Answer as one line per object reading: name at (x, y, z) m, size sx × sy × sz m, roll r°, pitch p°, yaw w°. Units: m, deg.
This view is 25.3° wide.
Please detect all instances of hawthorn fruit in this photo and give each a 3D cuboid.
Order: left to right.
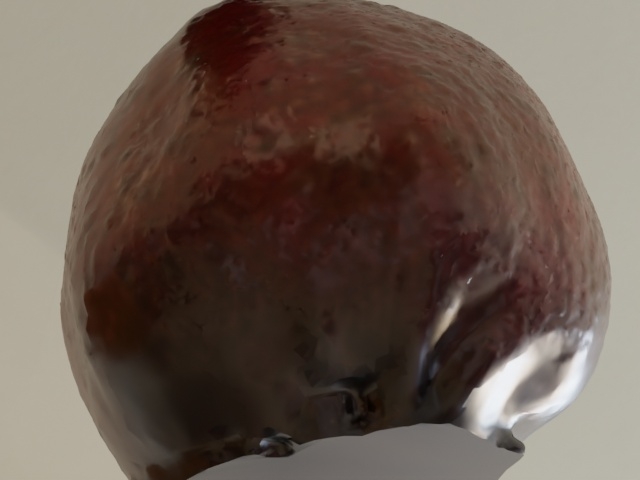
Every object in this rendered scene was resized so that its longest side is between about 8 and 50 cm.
hawthorn fruit at (0.000, 0.000, 0.575) m, size 0.215 × 0.249 × 0.215 m, roll -5°, pitch -57°, yaw -7°
